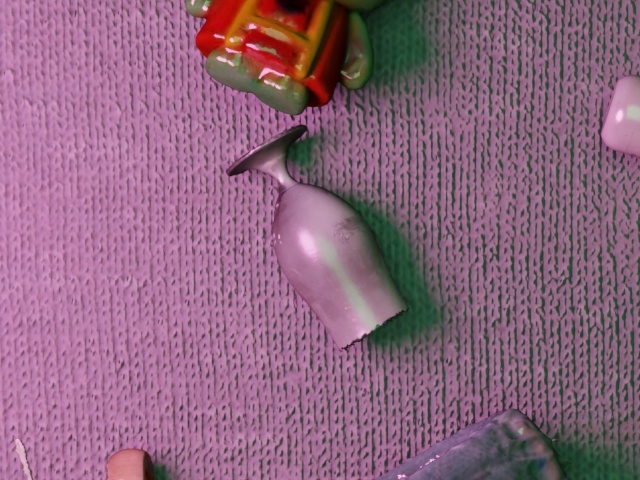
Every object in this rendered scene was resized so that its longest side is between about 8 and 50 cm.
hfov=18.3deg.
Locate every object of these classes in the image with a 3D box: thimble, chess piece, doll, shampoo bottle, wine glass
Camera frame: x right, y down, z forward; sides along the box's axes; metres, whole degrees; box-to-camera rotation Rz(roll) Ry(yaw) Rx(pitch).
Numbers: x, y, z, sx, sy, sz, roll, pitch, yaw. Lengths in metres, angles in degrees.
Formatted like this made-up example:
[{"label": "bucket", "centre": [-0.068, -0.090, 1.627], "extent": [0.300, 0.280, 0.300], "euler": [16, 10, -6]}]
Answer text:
[{"label": "thimble", "centre": [0.122, 0.255, 1.767], "extent": [0.235, 0.198, 0.143], "euler": [-33, 88, 9]}, {"label": "chess piece", "centre": [-0.175, 0.236, 1.851], "extent": [0.038, 0.083, 0.083], "euler": [-6, 88, 6]}, {"label": "doll", "centre": [0.012, -0.294, 1.812], "extent": [0.183, 0.160, 0.363], "euler": [24, 88, 4]}, {"label": "shampoo bottle", "centre": [0.356, -0.094, 1.819], "extent": [0.192, 0.074, 0.074], "euler": [18, 90, 4]}, {"label": "wine glass", "centre": [0.000, 0.000, 1.838], "extent": [0.093, 0.093, 0.202], "euler": [-32, 83, 4]}]

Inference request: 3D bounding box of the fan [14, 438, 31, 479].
[{"label": "fan", "centre": [-0.244, 0.336, 1.891], "extent": [0.182, 0.010, 0.310], "euler": [-19, 87, 5]}]
